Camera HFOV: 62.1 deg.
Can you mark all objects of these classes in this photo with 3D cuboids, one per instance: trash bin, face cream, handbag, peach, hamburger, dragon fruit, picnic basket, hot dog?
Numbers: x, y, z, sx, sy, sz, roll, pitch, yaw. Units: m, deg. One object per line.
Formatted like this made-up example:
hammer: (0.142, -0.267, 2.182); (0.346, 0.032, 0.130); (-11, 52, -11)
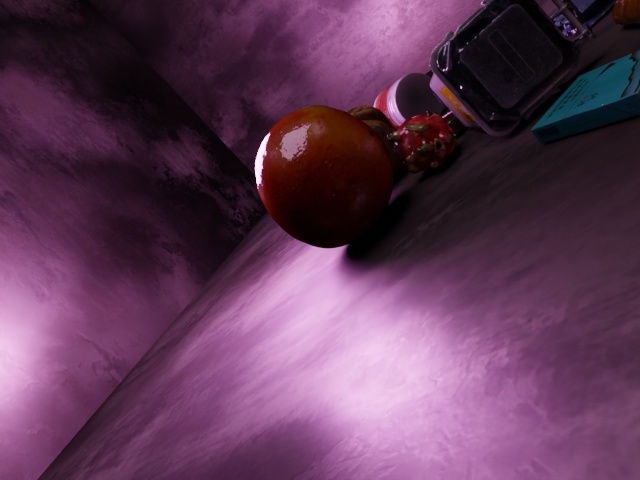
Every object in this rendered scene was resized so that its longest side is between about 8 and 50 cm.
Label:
trash bin: (0.416, -0.412, 1.260); (0.296, 0.256, 0.367); (-44, 2, 7)
face cream: (0.319, -0.492, 1.962); (0.201, 0.201, 0.187); (-46, 12, -16)
handbag: (0.712, -0.625, 1.440); (0.179, 0.062, 0.229); (-44, 11, 11)
peach: (0.014, -0.152, 1.371); (0.388, 0.388, 0.388); (-41, 11, 10)
hamburger: (0.113, -0.270, 1.661); (0.319, 0.319, 0.158); (-41, 52, 13)
dragon fruit: (0.266, -0.254, 1.376); (0.167, 0.160, 0.172); (-3, 6, -15)
picnic basket: (0.362, -0.325, 1.555); (0.110, 0.055, 0.193); (-48, 12, -20)
hot dog: (0.654, -0.479, 1.042); (0.104, 0.076, 0.250); (-39, 9, 18)

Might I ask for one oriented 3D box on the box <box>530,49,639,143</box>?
box: (0.475, -0.246, 0.872); (0.161, 0.042, 0.226); (-47, 11, -13)
